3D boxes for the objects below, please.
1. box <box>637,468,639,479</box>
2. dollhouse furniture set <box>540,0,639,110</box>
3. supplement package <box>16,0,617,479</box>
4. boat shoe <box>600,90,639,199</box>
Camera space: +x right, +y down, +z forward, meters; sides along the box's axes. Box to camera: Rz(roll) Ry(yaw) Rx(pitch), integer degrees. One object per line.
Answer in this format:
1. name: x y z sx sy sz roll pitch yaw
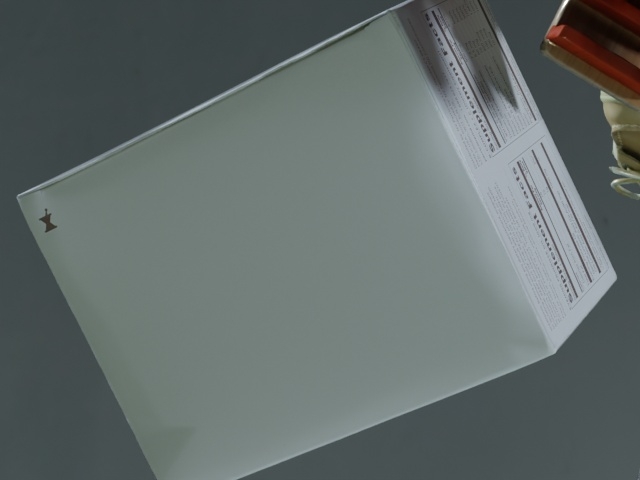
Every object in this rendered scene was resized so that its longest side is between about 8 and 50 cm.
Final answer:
1. box: 0.254 0.211 1.548 0.018 0.067 0.083 10 60 7
2. dollhouse furniture set: 0.213 -0.142 0.965 0.135 0.262 0.259 -63 14 -7
3. supplement package: 0.000 0.000 1.144 0.262 0.145 0.204 -24 95 27
4. boat shoe: 0.290 -0.058 1.536 0.105 0.285 0.089 8 82 32
